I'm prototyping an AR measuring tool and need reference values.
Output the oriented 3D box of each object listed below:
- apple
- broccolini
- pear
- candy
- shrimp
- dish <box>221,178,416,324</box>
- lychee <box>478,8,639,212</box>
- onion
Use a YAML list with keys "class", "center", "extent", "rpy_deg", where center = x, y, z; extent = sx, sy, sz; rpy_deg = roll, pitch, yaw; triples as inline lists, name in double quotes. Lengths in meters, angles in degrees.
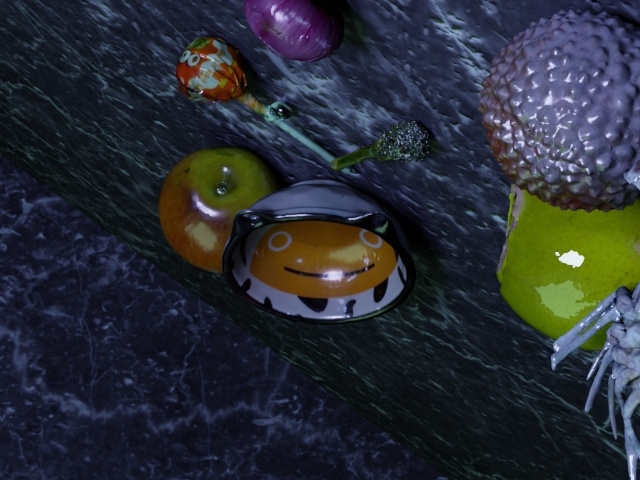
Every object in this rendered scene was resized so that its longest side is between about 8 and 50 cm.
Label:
- class: "apple"
  center: [-0.148, -0.051, 1.644]
  extent: [0.196, 0.196, 0.196]
  rpy_deg: [31, 163, 10]
- class: "broccolini"
  center: [0.065, -0.110, 1.328]
  extent: [0.239, 0.054, 0.051]
  rpy_deg: [-3, 104, 68]
- class: "pear"
  center: [0.283, 0.021, 1.051]
  extent: [0.219, 0.187, 0.187]
  rpy_deg: [12, 161, 2]
- class: "candy"
  center: [-0.067, -0.161, 1.408]
  extent: [0.287, 0.084, 0.078]
  rpy_deg: [35, 161, -29]
- class: "shrimp"
  center: [0.301, 0.077, 0.885]
  extent: [0.221, 0.166, 0.410]
  rpy_deg: [16, 131, 27]
- class: "dish"
  center: [0.000, 0.000, 1.534]
  extent: [0.303, 0.120, 0.303]
  rpy_deg: [3, 144, 2]
- class: "lychee"
  center: [0.213, -0.109, 0.884]
  extent: [0.165, 0.197, 0.165]
  rpy_deg: [6, 131, 7]
- class: "onion"
  center: [-0.022, -0.233, 1.078]
  extent: [0.115, 0.104, 0.115]
  rpy_deg: [28, -153, -16]
